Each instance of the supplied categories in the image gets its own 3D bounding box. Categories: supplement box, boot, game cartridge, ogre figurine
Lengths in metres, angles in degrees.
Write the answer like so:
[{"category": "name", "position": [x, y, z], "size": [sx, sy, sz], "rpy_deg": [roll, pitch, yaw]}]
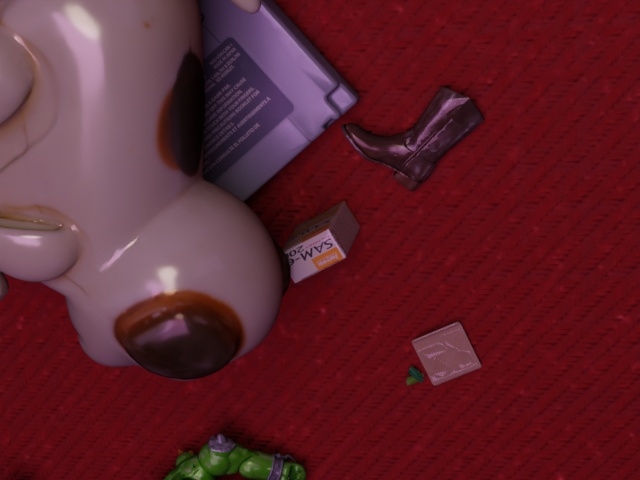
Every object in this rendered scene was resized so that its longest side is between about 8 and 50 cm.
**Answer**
[{"category": "supplement box", "position": [0.000, 0.000, 1.344], "size": [0.062, 0.098, 0.036], "rpy_deg": [-28, 102, 18]}, {"category": "boot", "position": [0.093, -0.119, 1.317], "size": [0.106, 0.037, 0.114], "rpy_deg": [34, 116, -16]}, {"category": "game cartridge", "position": [-0.131, -0.123, 1.353], "size": [0.297, 0.062, 0.198], "rpy_deg": [-39, 94, 21]}, {"category": "ogre figurine", "position": [-0.121, 0.290, 1.474], "size": [0.197, 0.097, 0.118], "rpy_deg": [-32, 112, 31]}]

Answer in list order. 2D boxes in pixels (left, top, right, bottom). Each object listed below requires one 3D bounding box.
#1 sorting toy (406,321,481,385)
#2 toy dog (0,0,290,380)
[{"category": "sorting toy", "position": [0.123, 0.125, 1.411], "size": [0.083, 0.012, 0.062], "rpy_deg": [-24, 108, 14]}, {"category": "toy dog", "position": [-0.181, -0.064, 1.217], "size": [0.395, 0.284, 0.408], "rpy_deg": [-22, 102, 14]}]
